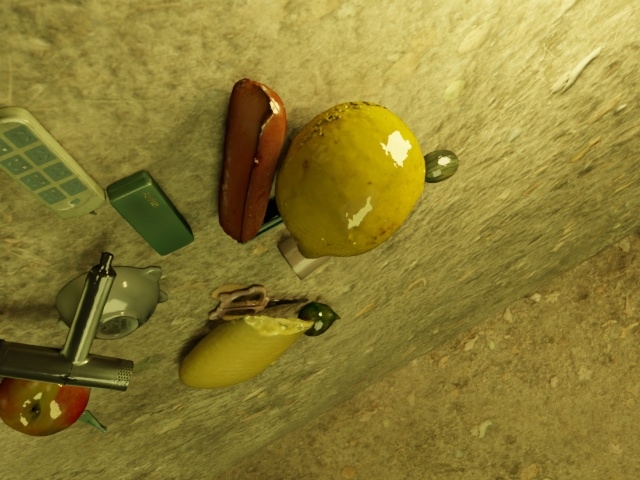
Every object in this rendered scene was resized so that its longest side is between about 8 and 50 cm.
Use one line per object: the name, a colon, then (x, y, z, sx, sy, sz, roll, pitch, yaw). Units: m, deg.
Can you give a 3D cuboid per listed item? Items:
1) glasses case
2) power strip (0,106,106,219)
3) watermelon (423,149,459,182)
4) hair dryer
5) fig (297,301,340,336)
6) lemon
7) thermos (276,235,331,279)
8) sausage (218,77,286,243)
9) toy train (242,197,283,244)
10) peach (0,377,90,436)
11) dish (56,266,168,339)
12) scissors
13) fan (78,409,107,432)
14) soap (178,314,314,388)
glasses case: (-0.308, -0.044, 0.756, 0.077, 0.039, 0.184, -26, 146, -6)
power strip: (-0.408, -0.101, 0.612, 0.080, 0.029, 0.227, -27, 147, -6)
watermelon: (0.291, -0.183, 1.004, 0.110, 0.078, 0.078, -21, 146, -16)
hair dryer: (-0.510, 0.146, 0.763, 0.320, 0.155, 0.284, 9, 90, -26)
fig: (0.002, 0.252, 1.338, 0.117, 0.117, 0.177, -48, 156, 25)
lemon: (0.049, -0.103, 0.744, 0.310, 0.258, 0.258, -54, 145, -2)
thermos: (0.000, 0.000, 1.015, 0.193, 0.105, 0.137, -36, 173, -2)
sausage: (-0.128, -0.129, 0.734, 0.102, 0.102, 0.330, -9, 141, -29)
toy train: (-0.071, -0.072, 0.889, 0.251, 0.055, 0.048, -29, 147, -1)
peach: (-0.639, 0.352, 0.958, 0.190, 0.192, 0.190, -4, 102, -21)
dish: (-0.435, 0.157, 0.881, 0.236, 0.086, 0.228, -43, 145, 20)
scissors: (-0.162, 0.183, 1.184, 0.317, 0.024, 0.160, 3, 132, -40)
fan: (-0.712, 0.573, 1.280, 0.038, 0.016, 0.193, -21, 145, -17)
soap: (-0.238, 0.331, 1.235, 0.427, 0.115, 0.306, -44, 146, 25)
